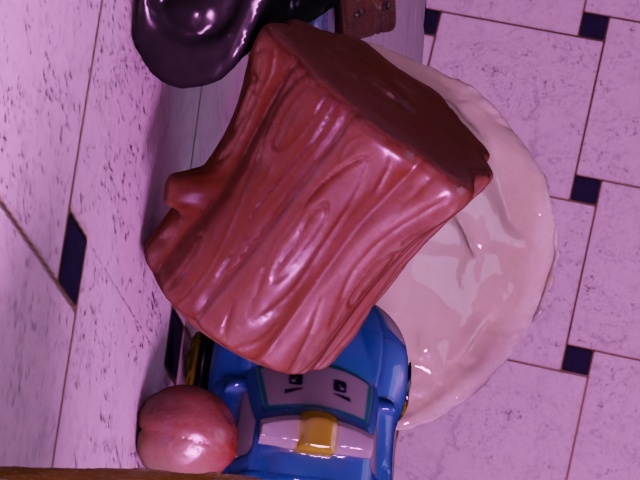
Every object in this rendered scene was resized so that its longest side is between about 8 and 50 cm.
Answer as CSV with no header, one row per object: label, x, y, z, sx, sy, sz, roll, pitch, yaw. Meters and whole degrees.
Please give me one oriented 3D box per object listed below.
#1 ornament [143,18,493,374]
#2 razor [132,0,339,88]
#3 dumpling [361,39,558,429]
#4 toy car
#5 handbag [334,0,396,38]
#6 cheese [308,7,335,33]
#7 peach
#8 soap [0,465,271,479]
ornament,-0.012,-0.029,1.422,0.218,0.221,0.235,-53,-142,18
razor,-0.045,-0.233,1.481,0.189,0.107,0.327,-64,173,25
dumpling,0.071,0.006,1.792,0.233,0.315,0.395,82,21,-78
toy car,-0.018,0.169,1.543,0.166,0.198,0.314,120,-21,-67
handbag,0.028,-0.330,2.071,0.151,0.072,0.193,-123,-161,-48
cheese,-0.021,-0.217,1.991,0.245,0.052,0.135,-67,156,-65
peach,-0.104,0.152,1.455,0.083,0.083,0.083,3,90,-82
soap,-0.114,0.284,1.021,0.091,0.199,0.315,-23,114,-86
